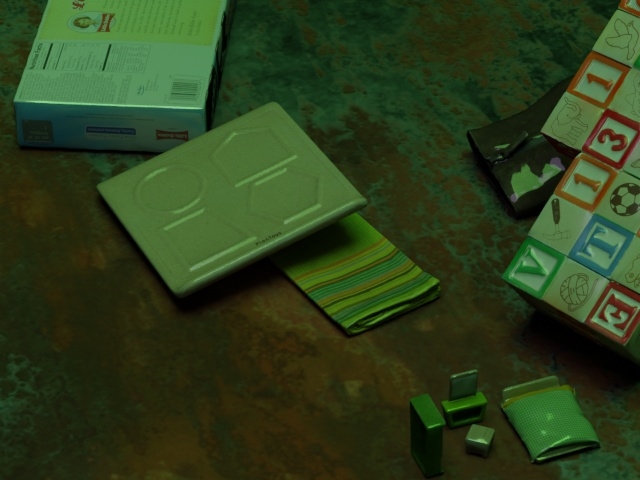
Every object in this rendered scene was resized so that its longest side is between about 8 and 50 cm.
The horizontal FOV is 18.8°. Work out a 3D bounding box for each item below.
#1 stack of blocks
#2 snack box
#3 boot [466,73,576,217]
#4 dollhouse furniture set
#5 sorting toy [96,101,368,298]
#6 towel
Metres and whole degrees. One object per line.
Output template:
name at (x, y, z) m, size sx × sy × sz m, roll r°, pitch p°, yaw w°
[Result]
stack of blocks at (0.277, -0.061, 1.629) m, size 0.171 × 0.087 × 0.297 m, roll 29°, pitch 86°, yaw 33°
snack box at (-0.190, -0.206, 1.969) m, size 0.187 × 0.060 × 0.322 m, roll 3°, pitch 39°, yaw 3°
boot at (0.274, -0.061, 1.790) m, size 0.206 × 0.090 × 0.248 m, roll -26°, pitch 48°, yaw -8°
dollhouse furniture set at (0.145, 0.137, 1.536) m, size 0.151 × 0.059 × 0.076 m, roll -13°, pitch 41°, yaw -15°
sorting toy at (-0.082, -0.036, 1.759) m, size 0.193 × 0.038 × 0.208 m, roll -26°, pitch 40°, yaw -14°
towel at (0.000, 0.000, 1.740) m, size 0.102 × 0.021 × 0.237 m, roll -23°, pitch 43°, yaw -26°
